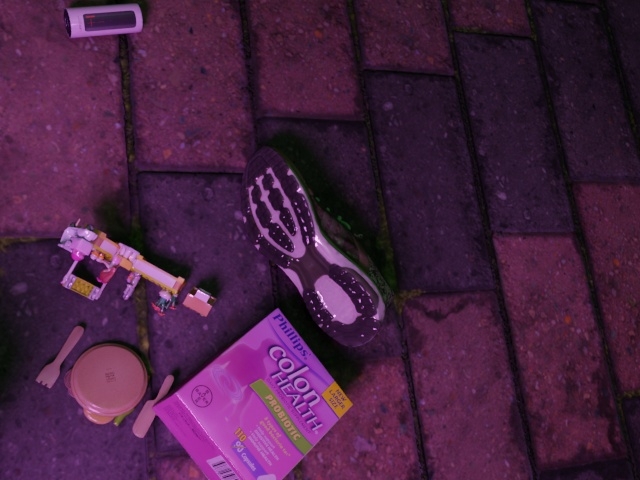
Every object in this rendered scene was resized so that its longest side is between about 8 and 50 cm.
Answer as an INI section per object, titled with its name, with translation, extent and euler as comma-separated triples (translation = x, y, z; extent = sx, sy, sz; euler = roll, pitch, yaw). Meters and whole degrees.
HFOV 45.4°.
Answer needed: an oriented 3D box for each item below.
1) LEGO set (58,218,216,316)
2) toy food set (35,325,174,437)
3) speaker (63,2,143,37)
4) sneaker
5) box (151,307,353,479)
[LEGO set]
translation = -0.321, 0.073, 1.280
extent = 0.287, 0.132, 0.107
euler = 36, 78, -34
[toy food set]
translation = -0.349, 0.233, 1.255
extent = 0.192, 0.038, 0.132
euler = 31, 56, -5
[speaker]
translation = -0.406, -0.411, 1.430
extent = 0.136, 0.055, 0.055
euler = -13, 78, -26
[sneaker]
translation = 0.000, 0.000, 1.448
extent = 0.410, 0.158, 0.182
euler = 58, 31, 5
[box]
translation = -0.108, 0.274, 1.269
extent = 0.243, 0.117, 0.213
euler = -38, 91, -39
